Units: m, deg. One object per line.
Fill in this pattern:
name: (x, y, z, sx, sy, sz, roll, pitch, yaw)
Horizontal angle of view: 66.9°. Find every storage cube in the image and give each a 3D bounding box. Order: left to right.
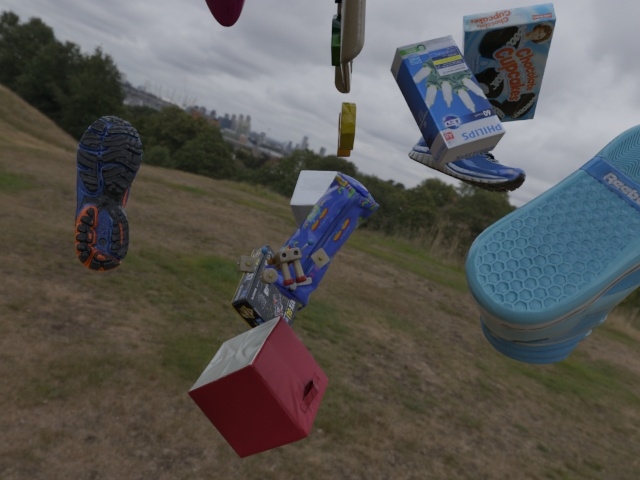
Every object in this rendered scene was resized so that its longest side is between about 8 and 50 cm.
storage cube: (-0.126, 0.312, 1.048, 0.193, 0.215, 0.184, 55, 27, -12)

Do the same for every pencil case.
pencil case: (0.000, 0.000, 1.054, 0.119, 0.306, 0.133, 36, 1, -14)

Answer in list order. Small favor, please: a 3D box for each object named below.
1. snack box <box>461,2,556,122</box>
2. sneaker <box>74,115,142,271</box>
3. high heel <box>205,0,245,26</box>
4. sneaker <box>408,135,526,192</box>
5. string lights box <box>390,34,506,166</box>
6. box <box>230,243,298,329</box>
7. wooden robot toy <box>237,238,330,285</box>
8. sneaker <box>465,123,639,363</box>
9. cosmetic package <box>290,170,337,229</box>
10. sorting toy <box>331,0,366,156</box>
snack box: (0.438, -0.408, 1.174, 0.187, 0.060, 0.322, -3, -27, 14)
sneaker: (-0.305, -0.067, 0.673, 0.083, 0.221, 0.087, 13, -12, -33)
high heel: (-0.207, -0.640, 1.012, 0.127, 0.377, 0.181, -8, 34, -10)
sneaker: (0.375, -0.225, 1.238, 0.130, 0.147, 0.330, 9, 19, -46)
string lights box: (0.261, -0.296, 1.020, 0.133, 0.260, 0.077, -18, -19, -10)
box: (-0.190, 0.206, 1.811, 0.257, 0.079, 0.322, 56, 27, -28)
wooden robot toy: (-0.074, 0.048, 0.910, 0.173, 0.076, 0.079, -10, -5, -23)
sneaker: (0.292, 0.012, 0.497, 0.127, 0.319, 0.208, 63, 0, 34)
cosmetic package: (-0.013, -0.153, 1.874, 0.151, 0.184, 0.151, 4, -38, 16)
sorting toy: (0.028, -0.268, 0.629, 0.041, 0.307, 0.229, 2, 7, -1)
